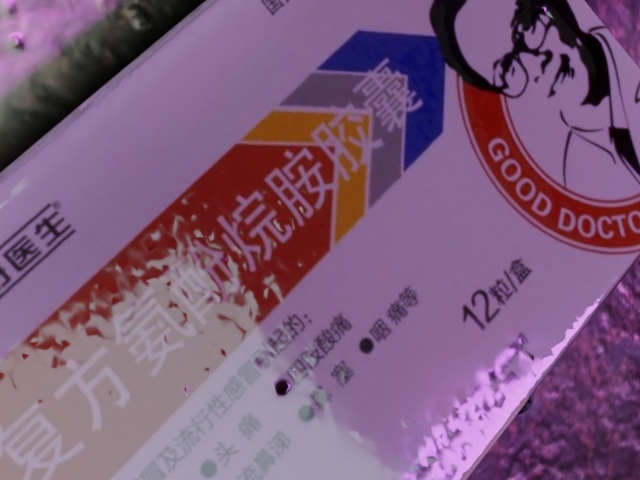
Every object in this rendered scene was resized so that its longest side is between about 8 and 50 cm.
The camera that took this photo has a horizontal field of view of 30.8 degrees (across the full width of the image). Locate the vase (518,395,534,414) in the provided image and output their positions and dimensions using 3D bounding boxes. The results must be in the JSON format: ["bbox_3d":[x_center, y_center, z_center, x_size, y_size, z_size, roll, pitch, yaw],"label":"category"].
[{"bbox_3d":[0.130,0.015,0.612,0.167,0.059,0.059,-46,115,-25],"label":"vase"}]

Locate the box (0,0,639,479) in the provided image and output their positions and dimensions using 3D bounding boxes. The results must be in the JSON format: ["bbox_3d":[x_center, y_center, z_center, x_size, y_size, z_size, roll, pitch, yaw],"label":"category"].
[{"bbox_3d":[0.000,0.000,0.492,0.214,0.069,0.353,49,63,-9],"label":"box"}]
